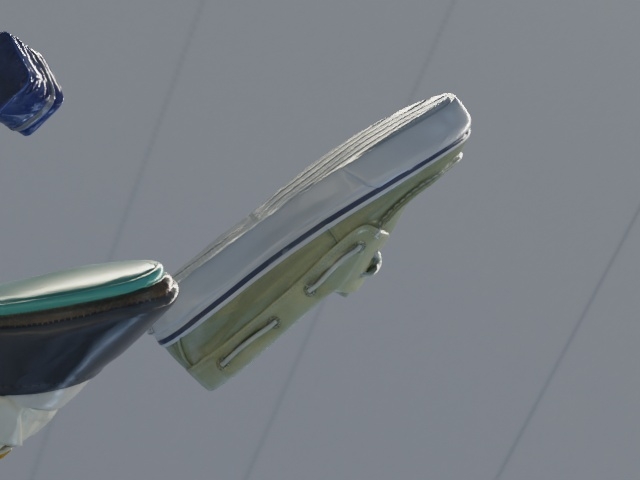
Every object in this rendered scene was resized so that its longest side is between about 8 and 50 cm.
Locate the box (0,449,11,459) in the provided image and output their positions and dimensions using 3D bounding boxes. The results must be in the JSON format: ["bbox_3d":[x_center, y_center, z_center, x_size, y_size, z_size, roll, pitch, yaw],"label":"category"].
[{"bbox_3d":[-0.362,0.205,1.388,0.136,0.028,0.081,-41,-76,2],"label":"box"}]

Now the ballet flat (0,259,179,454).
[{"bbox_3d":[-0.145,0.047,0.570,0.203,0.074,0.074,-4,-77,15],"label":"ballet flat"}]

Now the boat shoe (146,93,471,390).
[{"bbox_3d":[0.000,0.000,1.176,0.302,0.109,0.094,-36,-79,4],"label":"boat shoe"}]

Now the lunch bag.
[{"bbox_3d":[-0.307,-0.157,1.508,0.067,0.065,0.098,-38,-124,12],"label":"lunch bag"}]
